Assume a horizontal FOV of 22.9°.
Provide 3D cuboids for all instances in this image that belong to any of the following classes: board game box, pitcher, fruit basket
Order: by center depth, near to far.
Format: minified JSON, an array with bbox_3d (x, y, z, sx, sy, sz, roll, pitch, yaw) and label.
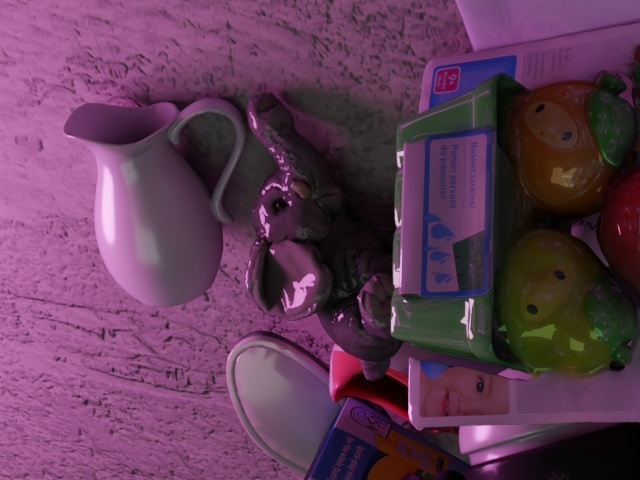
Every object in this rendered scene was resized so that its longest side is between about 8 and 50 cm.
[{"bbox_3d":[0.222,-0.018,1.243,0.353,0.327,0.165,-6,165,38],"label":"fruit basket"},{"bbox_3d":[-0.146,-0.043,1.583,0.178,0.125,0.207,-8,122,10],"label":"pitcher"},{"bbox_3d":[0.132,0.320,1.593,0.336,0.254,0.079,29,115,1],"label":"board game box"}]

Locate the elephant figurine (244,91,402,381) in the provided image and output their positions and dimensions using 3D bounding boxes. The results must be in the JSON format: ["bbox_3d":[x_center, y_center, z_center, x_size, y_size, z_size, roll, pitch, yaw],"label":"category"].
[{"bbox_3d":[0.000,0.000,1.549,0.239,0.186,0.169,31,177,6],"label":"elephant figurine"}]

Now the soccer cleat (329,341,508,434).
[{"bbox_3d":[0.162,0.168,1.660,0.318,0.116,0.108,20,140,3],"label":"soccer cleat"}]

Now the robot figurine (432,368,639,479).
[{"bbox_3d":[0.230,0.246,1.458,0.209,0.278,0.173,-12,170,-22],"label":"robot figurine"}]

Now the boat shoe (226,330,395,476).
[{"bbox_3d":[0.005,0.199,1.773,0.116,0.099,0.319,-35,119,18],"label":"boat shoe"}]

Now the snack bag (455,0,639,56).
[{"bbox_3d":[0.225,-0.265,1.226,0.343,0.037,0.323,-4,132,32],"label":"snack bag"}]

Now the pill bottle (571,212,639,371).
[{"bbox_3d":[0.257,0.027,1.454,0.246,0.130,0.130,40,137,-20],"label":"pill bottle"}]
